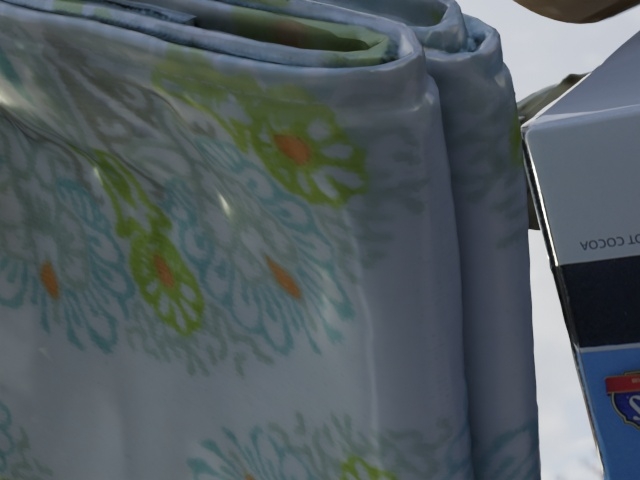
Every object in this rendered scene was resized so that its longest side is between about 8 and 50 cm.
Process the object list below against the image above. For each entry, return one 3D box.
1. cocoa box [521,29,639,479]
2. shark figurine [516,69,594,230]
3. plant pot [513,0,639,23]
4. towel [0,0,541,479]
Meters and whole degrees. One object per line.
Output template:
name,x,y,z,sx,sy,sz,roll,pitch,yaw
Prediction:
cocoa box,0.299,0.005,0.743,0.347,0.228,0.231,-9,13,26
shark figurine,0.169,-0.054,1.296,0.116,0.166,0.278,40,-64,-23
plant pot,0.187,-0.249,1.024,0.263,0.263,0.229,-1,-25,-30
towel,-0.058,0.038,0.731,0.090,0.320,0.374,-37,-46,-35
